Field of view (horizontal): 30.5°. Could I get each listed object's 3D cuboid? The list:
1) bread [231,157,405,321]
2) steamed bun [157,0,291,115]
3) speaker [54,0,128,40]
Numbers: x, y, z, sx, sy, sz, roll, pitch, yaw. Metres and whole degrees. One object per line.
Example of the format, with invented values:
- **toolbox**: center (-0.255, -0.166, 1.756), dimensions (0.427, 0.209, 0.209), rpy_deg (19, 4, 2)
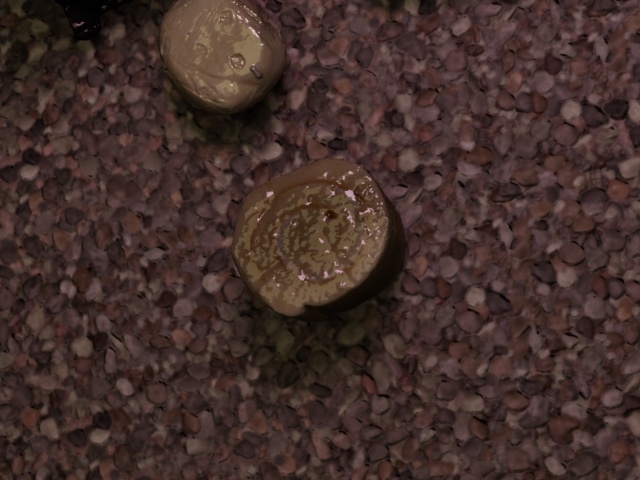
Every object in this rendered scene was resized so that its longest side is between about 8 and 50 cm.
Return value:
- **bread**: center (0.000, 0.000, 1.080), dimensions (0.148, 0.141, 0.134), rpy_deg (-38, 79, 4)
- **steamed bun**: center (-0.096, -0.181, 1.145), dimensions (0.130, 0.091, 0.112), rpy_deg (44, 97, 10)
- **speaker**: center (-0.229, -0.361, 1.120), dimensions (0.184, 0.232, 0.254), rpy_deg (-24, 79, 9)
